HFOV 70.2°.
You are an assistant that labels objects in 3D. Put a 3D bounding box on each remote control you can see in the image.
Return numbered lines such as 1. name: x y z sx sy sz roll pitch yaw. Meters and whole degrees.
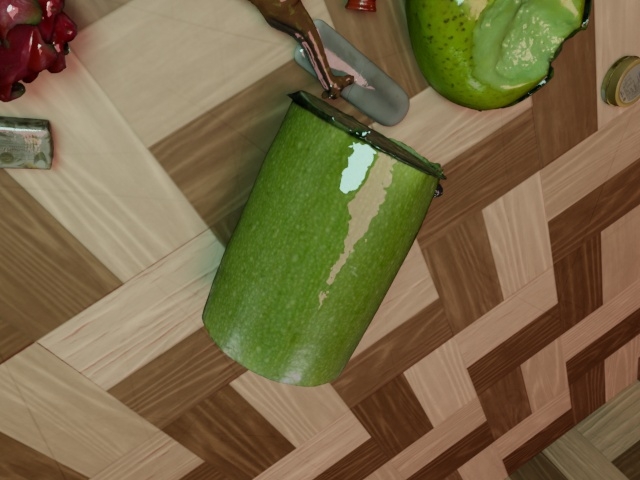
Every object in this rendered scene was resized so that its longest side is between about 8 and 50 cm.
1. remote control: 0.063 -0.254 0.725 0.229 0.044 0.073 26 107 -35

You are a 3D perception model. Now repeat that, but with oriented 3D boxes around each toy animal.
1. toy animal: -0.036 -0.322 0.614 0.224 0.066 0.229 3 107 -27

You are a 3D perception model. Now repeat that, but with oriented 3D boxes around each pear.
1. pear: 0.256 -0.360 0.692 0.293 0.159 0.292 -11 121 -18

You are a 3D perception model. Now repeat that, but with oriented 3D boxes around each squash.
1. squash: 0.000 0.000 0.712 0.263 0.263 0.384 15 110 -33

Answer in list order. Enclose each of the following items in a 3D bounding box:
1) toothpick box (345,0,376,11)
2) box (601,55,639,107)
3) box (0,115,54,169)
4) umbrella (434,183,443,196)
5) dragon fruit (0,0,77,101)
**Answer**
1. toothpick box: 0.064 -0.375 0.652 0.047 0.047 0.083 -6 121 -24
2. box: 0.657 -0.340 0.978 0.106 0.037 0.105 -12 122 -20
3. box: -0.393 -0.124 0.574 0.098 0.045 0.062 -4 121 -26
4. umbrella: 0.172 -0.084 0.886 0.144 0.037 0.040 -16 103 -19
5. dragon fruit: -0.380 -0.258 0.422 0.198 0.218 0.272 -61 138 -44
